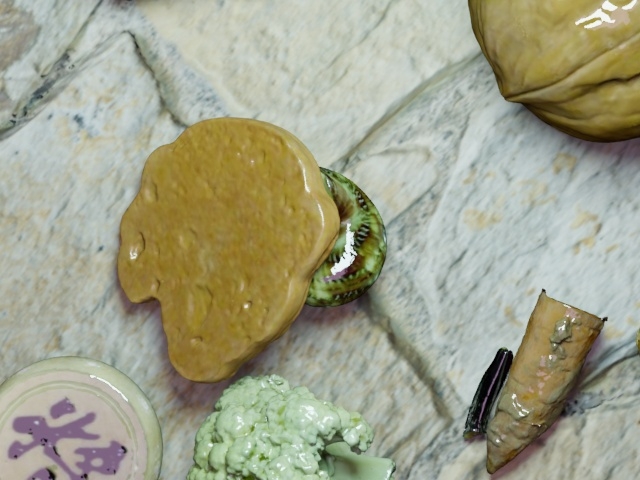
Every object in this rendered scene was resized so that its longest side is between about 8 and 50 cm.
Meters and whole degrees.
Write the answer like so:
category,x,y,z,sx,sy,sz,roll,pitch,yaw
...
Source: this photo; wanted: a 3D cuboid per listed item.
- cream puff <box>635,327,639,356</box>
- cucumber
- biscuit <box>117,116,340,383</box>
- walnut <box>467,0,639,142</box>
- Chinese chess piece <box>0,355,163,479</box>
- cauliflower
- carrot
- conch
category,x,y,z,sx,sy,sz,roll,pitch,yaw
cream puff,0.482,0.140,1.841,0.126,0.103,0.144,-39,88,10
cucumber,0.225,0.207,1.902,0.034,0.033,0.135,20,92,37
biscuit,-0.133,0.003,1.860,0.312,0.057,0.351,33,105,30
walnut,0.375,-0.311,1.741,0.397,0.308,0.354,-38,100,3
Chinese chess piece,-0.341,0.285,1.906,0.257,0.104,0.257,0,89,0
cauliflower,-0.032,0.290,1.816,0.281,0.260,0.327,-18,46,-19
carrot,0.282,0.196,1.874,0.101,0.102,0.263,27,98,4
conch,0.001,0.001,1.875,0.187,0.124,0.181,33,102,20
